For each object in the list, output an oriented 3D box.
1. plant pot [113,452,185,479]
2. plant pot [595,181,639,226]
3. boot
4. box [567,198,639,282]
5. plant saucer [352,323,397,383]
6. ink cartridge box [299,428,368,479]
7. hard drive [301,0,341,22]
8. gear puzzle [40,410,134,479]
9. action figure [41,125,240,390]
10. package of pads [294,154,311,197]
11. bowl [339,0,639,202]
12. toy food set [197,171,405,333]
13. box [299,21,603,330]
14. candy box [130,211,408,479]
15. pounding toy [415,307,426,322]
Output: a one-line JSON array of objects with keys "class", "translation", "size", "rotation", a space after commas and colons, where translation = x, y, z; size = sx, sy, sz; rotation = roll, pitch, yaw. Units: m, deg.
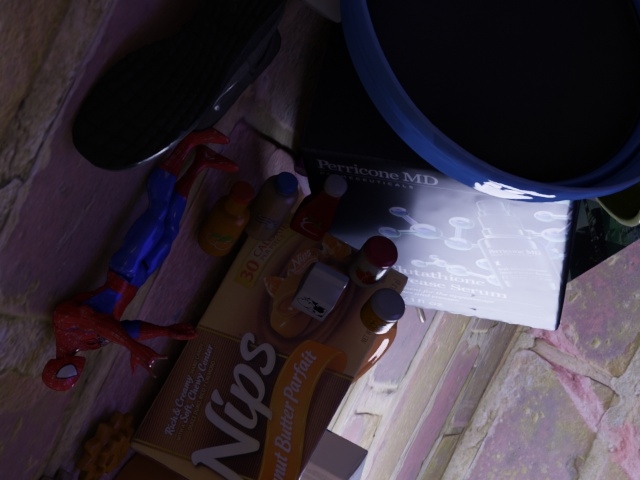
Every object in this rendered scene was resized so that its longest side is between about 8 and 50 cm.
[{"class": "plant pot", "translation": [-0.149, 0.396, 1.567], "size": [0.291, 0.203, 0.291], "rotation": [-52, 160, -28]}, {"class": "plant pot", "translation": [0.436, -0.193, 1.587], "size": [0.253, 0.276, 0.276], "rotation": [-24, 154, -5]}, {"class": "boot", "translation": [-0.110, -0.128, 1.146], "size": [0.246, 0.083, 0.161], "rotation": [-48, 171, -18]}, {"class": "box", "translation": [0.363, -0.074, 1.885], "size": [0.322, 0.058, 0.232], "rotation": [-24, 108, -45]}, {"class": "plant saucer", "translation": [0.043, 0.171, 1.942], "size": [0.200, 0.037, 0.200], "rotation": [-37, 160, -16]}, {"class": "ink cartridge box", "translation": [-0.021, 0.374, 1.987], "size": [0.082, 0.139, 0.191], "rotation": [-46, 156, -47]}, {"class": "hard drive", "translation": [0.002, -0.333, 1.221], "size": [0.203, 0.040, 0.307], "rotation": [-65, 162, 5]}, {"class": "gear puzzle", "translation": [-0.283, 0.330, 1.361], "size": [0.339, 0.044, 0.175], "rotation": [-58, 161, -14]}, {"class": "action figure", "translation": [-0.142, 0.035, 1.201], "size": [0.280, 0.139, 0.091], "rotation": [-55, 159, -16]}, {"class": "package of pads", "translation": [-0.005, -0.083, 1.565], "size": [0.050, 0.032, 0.083], "rotation": [-63, 163, -15]}, {"class": "bowl", "translation": [0.199, -0.218, 1.280], "size": [0.391, 0.391, 0.077], "rotation": [-53, -173, -27]}, {"class": "toy food set", "translation": [0.000, 0.000, 1.371], "size": [0.104, 0.232, 0.111], "rotation": [-55, -172, 53]}, {"class": "box", "translation": [0.160, -0.080, 1.531], "size": [0.395, 0.293, 0.212], "rotation": [75, 26, -63]}, {"class": "candy box", "translation": [-0.056, 0.138, 1.472], "size": [0.316, 0.183, 0.087], "rotation": [-61, 177, -6]}, {"class": "pounding toy", "translation": [0.127, 0.046, 1.995], "size": [0.141, 0.100, 0.130], "rotation": [-66, 161, 9]}]
